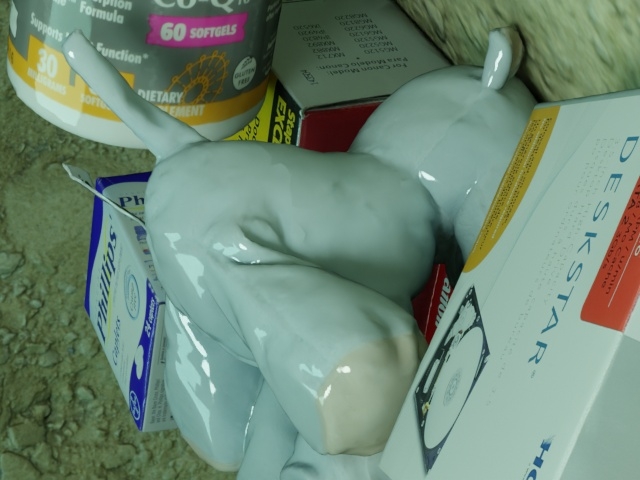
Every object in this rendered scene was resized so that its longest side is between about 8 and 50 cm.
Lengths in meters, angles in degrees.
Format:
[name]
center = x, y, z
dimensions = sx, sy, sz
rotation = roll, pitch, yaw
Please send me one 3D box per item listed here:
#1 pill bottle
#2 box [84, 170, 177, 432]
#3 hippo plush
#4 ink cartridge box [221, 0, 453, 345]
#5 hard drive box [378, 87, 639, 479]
[pill bottle]
center = -0.091, -0.206, 0.949
dimensions = 0.162, 0.162, 0.278
rotation = -125, 38, -49
[box]
center = -0.109, 0.040, 1.160
dimensions = 0.137, 0.072, 0.126
rotation = -121, 33, -43
[hippo plush]
center = 0.032, 0.015, 0.928
dimensions = 0.294, 0.236, 0.234
rotation = 51, 153, 26
[ink cartridge box]
center = 0.000, 0.000, 1.153
dimensions = 0.272, 0.130, 0.309
rotation = -126, 35, -47
[hard drive box]
center = 0.115, 0.040, 0.626
dimensions = 0.089, 0.181, 0.232
rotation = 24, 178, -9
